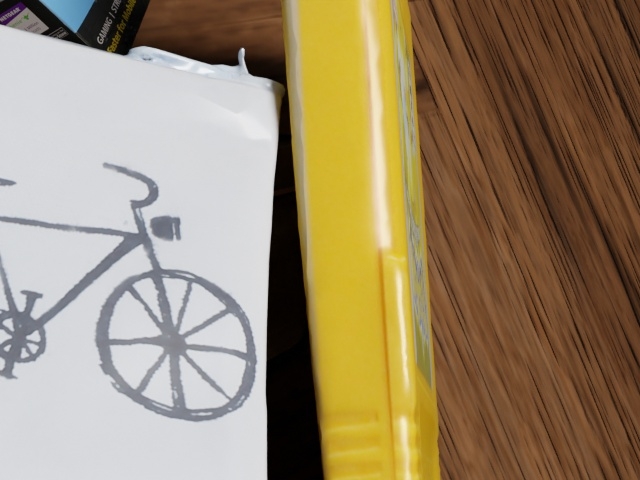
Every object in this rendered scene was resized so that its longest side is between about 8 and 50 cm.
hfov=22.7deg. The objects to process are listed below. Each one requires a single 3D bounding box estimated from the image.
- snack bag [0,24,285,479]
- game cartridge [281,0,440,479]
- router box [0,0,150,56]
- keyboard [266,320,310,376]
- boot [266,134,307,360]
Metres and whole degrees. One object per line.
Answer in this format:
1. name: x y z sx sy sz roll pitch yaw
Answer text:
1. snack bag: -0.169 0.047 0.550 0.323 0.037 0.342 12 58 -19
2. game cartridge: 0.028 0.003 0.779 0.285 0.052 0.324 55 28 -79
3. router box: -0.139 -0.179 0.827 0.133 0.046 0.179 43 41 -29
4. keyboard: 0.000 0.000 0.917 0.192 0.038 0.100 -34 99 -56
5. boot: -0.100 0.026 0.722 0.305 0.112 0.115 -16 105 -50
